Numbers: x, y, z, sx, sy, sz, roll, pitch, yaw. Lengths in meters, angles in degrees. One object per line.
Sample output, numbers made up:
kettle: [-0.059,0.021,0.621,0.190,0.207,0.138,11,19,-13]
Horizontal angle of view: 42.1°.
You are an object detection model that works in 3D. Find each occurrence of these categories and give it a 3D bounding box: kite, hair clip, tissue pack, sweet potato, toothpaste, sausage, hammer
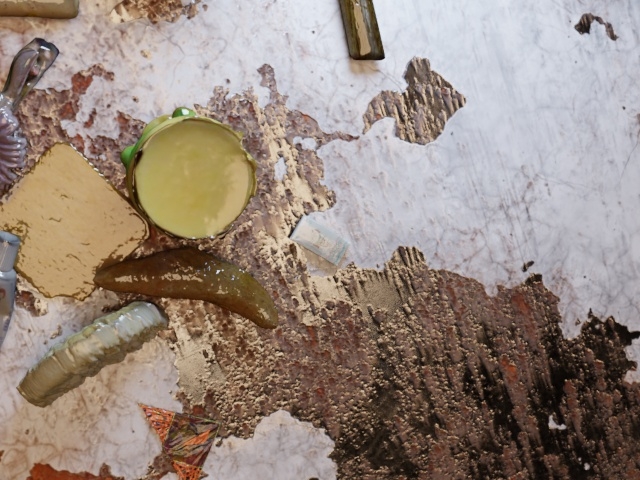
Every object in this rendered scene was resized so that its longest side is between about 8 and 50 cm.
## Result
kite: [-0.245,0.376,1.585,0.125,0.008,0.222,-27,103,-12]
hair clip: [-0.545,-0.216,1.401,0.173,0.069,0.300,34,88,-16]
tissue pack: [0.000,0.000,1.588,0.108,0.023,0.056,29,89,-15]
sweet potato: [-0.230,0.070,1.504,0.341,0.092,0.114,15,85,-16]
toothpaste: [-0.589,0.116,1.438,0.099,0.068,0.282,26,99,12]
sausage: [-0.556,-0.398,1.379,0.301,0.066,0.066,-5,98,-15]
hammer: [0.040,-0.525,1.511,0.242,0.095,0.409,-16,106,-12]

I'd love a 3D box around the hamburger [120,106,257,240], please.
hamburger: [-0.234,-0.119,1.452,0.237,0.149,0.237,-5,104,-20]

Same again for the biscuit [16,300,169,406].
biscuit: [-0.397,0.186,1.446,0.281,0.179,0.084,-32,82,-15]

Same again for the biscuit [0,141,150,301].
biscuit: [-0.454,-0.022,1.477,0.232,0.013,0.237,-45,104,-5]
